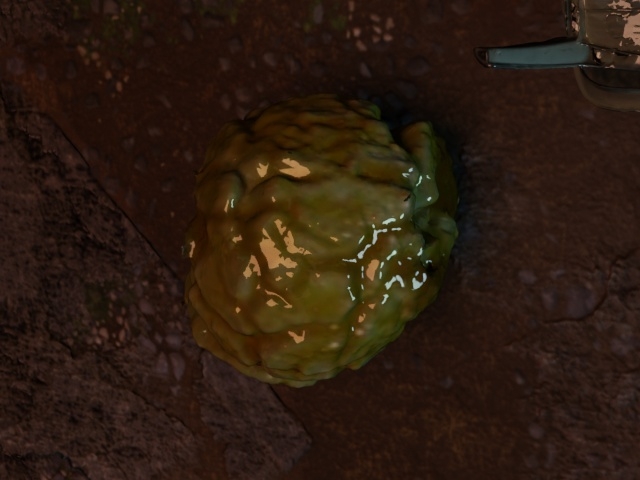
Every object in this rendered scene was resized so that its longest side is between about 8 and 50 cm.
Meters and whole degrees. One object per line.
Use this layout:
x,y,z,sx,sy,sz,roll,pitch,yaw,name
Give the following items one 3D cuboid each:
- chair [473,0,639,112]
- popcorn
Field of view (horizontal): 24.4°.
0.230,-0.206,1.167,0.191,0.275,0.203,1,92,32,chair
-0.009,0.003,1.376,0.247,0.282,0.282,20,116,-1,popcorn
